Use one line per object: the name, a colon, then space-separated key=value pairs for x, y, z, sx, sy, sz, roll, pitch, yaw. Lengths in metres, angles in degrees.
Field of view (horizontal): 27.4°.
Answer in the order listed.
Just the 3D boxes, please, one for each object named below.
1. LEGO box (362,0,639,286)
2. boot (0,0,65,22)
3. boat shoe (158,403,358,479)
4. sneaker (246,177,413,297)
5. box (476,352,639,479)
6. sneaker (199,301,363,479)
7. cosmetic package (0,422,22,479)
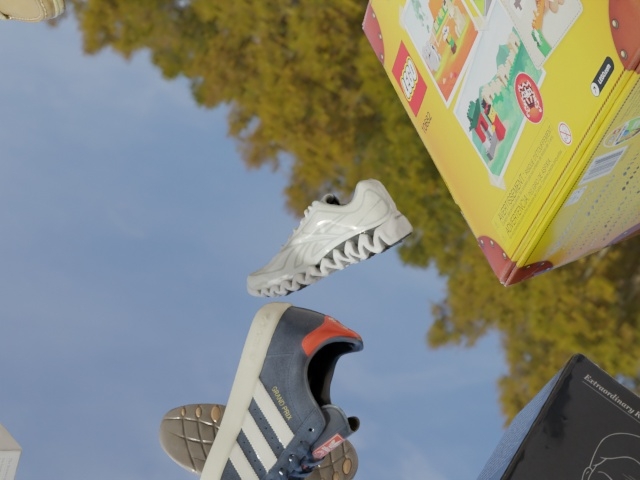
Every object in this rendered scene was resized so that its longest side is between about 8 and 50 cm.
LEGO box: x=0.233 y=-0.236 z=1.297 sx=0.193 sy=0.500 sz=0.373 roll=-20 pitch=-111 yaw=-16
boot: x=-0.440 y=-0.270 z=1.521 sx=0.262 sy=0.095 sz=0.203 roll=23 pitch=-131 yaw=36
boat shoe: x=-0.099 y=0.342 z=2.095 sx=0.324 sy=0.123 sz=0.116 roll=14 pitch=164 yaw=9
sneaker: x=0.000 y=0.000 z=2.043 sx=0.118 sy=0.292 sz=0.110 roll=63 pitch=-155 yaw=-1
box: x=0.331 y=0.402 z=1.703 sx=0.293 sy=0.212 sz=0.395 roll=36 pitch=-127 yaw=5
sneaker: x=-0.040 y=0.249 z=1.553 sx=0.148 sy=0.350 sz=0.131 roll=11 pitch=169 yaw=18
cosmetic package: x=-0.613 y=0.393 z=2.043 sx=0.224 sy=0.224 sz=0.138 roll=7 pitch=-163 yaw=-38
